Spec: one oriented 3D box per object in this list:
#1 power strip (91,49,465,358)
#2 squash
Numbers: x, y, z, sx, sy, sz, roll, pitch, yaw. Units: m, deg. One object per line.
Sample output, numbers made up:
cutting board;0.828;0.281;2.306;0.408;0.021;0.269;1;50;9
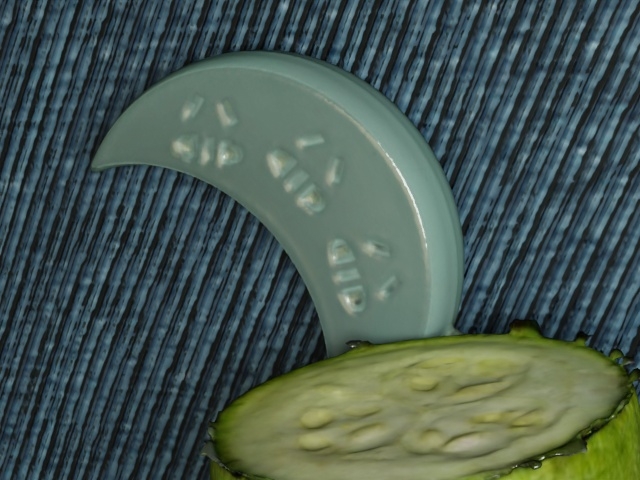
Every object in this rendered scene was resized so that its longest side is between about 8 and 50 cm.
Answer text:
power strip;0.000;0.000;0.846;0.216;0.044;0.137;48;118;7
squash;0.055;0.180;0.767;0.189;0.189;0.261;0;107;26
